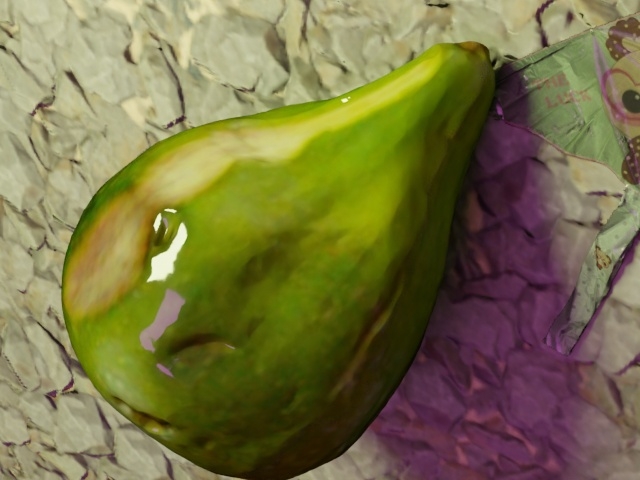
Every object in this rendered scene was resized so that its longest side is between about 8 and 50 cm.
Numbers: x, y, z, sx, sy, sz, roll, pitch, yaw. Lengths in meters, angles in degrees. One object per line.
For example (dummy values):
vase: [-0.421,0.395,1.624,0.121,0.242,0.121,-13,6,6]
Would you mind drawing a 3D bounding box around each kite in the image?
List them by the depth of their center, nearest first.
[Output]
kite: [0.168,-0.026,0.997,0.229,0.012,0.250,32,133,18]

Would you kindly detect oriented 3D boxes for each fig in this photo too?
fig: [0.000,0.000,1.036,0.275,0.206,0.206,-40,90,16]
